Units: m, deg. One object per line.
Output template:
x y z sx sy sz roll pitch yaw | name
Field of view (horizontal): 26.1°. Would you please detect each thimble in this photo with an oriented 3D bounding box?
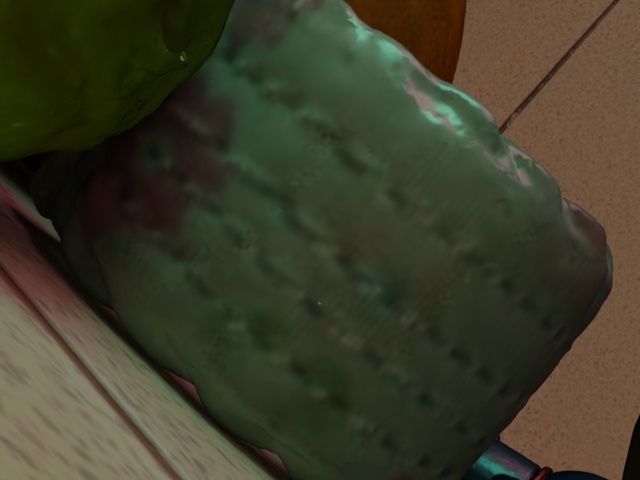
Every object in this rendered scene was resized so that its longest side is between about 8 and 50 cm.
0.000 0.000 0.550 0.211 0.149 0.185 41 2 -4 | thimble

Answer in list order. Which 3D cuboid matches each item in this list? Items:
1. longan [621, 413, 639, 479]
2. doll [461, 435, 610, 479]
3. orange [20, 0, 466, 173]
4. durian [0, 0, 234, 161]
0.261 0.111 0.394 0.361 0.361 0.361 42 -1 1 | longan
0.123 0.161 0.778 0.152 0.085 0.114 31 -16 19 | doll
-0.060 -0.134 0.726 0.284 0.226 0.284 19 30 -12 | orange
-0.148 -0.152 0.479 0.340 0.204 0.256 51 15 14 | durian
